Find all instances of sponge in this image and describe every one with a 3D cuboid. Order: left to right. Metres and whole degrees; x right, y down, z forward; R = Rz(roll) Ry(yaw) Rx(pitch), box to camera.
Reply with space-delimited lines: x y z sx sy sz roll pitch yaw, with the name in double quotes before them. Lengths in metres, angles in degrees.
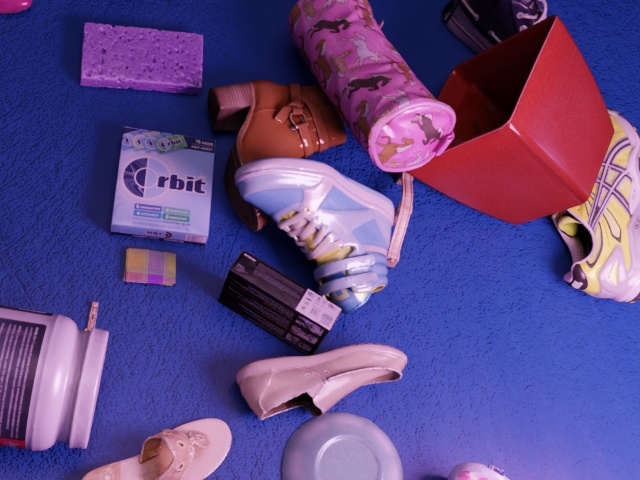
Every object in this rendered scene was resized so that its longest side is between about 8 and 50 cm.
"sponge" -0.312 -0.318 1.754 0.210 0.031 0.117 3 64 -14

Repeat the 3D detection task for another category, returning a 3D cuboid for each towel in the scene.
"towel" -0.273 0.042 1.601 0.083 0.009 0.060 5 63 -14

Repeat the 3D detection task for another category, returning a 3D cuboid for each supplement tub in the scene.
"supplement tub" -0.444 0.185 1.380 0.272 0.191 0.191 11 62 -10

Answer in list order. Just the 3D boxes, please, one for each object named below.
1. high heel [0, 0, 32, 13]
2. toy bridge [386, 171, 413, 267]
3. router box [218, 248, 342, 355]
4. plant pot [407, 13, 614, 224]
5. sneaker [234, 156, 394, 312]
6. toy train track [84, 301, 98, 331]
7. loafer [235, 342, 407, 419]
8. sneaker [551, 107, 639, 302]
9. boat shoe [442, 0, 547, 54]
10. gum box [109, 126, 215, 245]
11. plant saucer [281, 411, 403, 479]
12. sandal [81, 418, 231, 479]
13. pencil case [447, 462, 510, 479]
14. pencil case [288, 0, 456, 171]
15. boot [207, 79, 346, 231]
"high heel" -0.609 -0.468 1.697 0.244 0.117 0.082 23 61 -3
"toy bridge" 0.138 -0.044 1.725 0.026 0.063 0.188 16 61 -7
"router box" -0.067 0.100 1.558 0.179 0.133 0.046 32 61 1
"plant pot" 0.349 -0.180 1.742 0.235 0.267 0.267 41 58 -20
"sneaker" 0.000 0.000 1.581 0.319 0.127 0.208 18 62 -37
"toy train track" -0.352 0.132 1.533 0.048 0.014 0.083 10 62 -11
"loafer" 0.006 0.223 1.544 0.268 0.102 0.092 -7 68 -8
"sneaker" 0.497 -0.080 1.796 0.147 0.145 0.385 5 62 -14
"boat shoe" 0.396 -0.389 1.909 0.340 0.158 0.127 37 61 5
"gum box" -0.258 -0.090 1.651 0.157 0.041 0.184 8 62 -11
"plant saucer" 0.038 0.351 1.520 0.195 0.037 0.195 6 63 -12
"sandal" -0.229 0.318 1.438 0.240 0.079 0.088 -20 72 -23
"pencil case" 0.202 0.464 1.465 0.124 0.113 0.273 29 61 6
"pencil case" 0.083 -0.284 1.713 0.167 0.160 0.386 -24 51 -5
"boot" -0.060 -0.153 1.714 0.220 0.109 0.283 -6 59 -22
